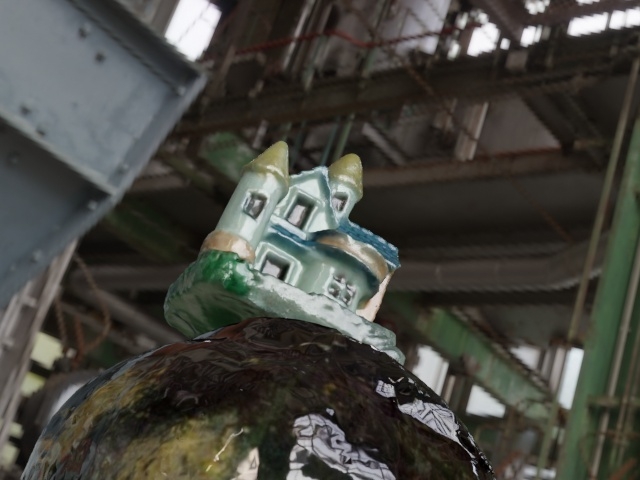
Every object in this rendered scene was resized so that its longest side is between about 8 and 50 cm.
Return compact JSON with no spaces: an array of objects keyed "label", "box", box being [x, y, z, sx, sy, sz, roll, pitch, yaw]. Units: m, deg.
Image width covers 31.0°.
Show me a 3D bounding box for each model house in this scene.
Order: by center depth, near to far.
[{"label":"model house","box":[0.000,0.000,1.402,0.267,0.325,0.194,29,-31,-9]}]

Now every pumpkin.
[{"label":"pumpkin","box":[-0.049,0.280,0.967,0.454,0.344,0.454,21,-44,21]}]
